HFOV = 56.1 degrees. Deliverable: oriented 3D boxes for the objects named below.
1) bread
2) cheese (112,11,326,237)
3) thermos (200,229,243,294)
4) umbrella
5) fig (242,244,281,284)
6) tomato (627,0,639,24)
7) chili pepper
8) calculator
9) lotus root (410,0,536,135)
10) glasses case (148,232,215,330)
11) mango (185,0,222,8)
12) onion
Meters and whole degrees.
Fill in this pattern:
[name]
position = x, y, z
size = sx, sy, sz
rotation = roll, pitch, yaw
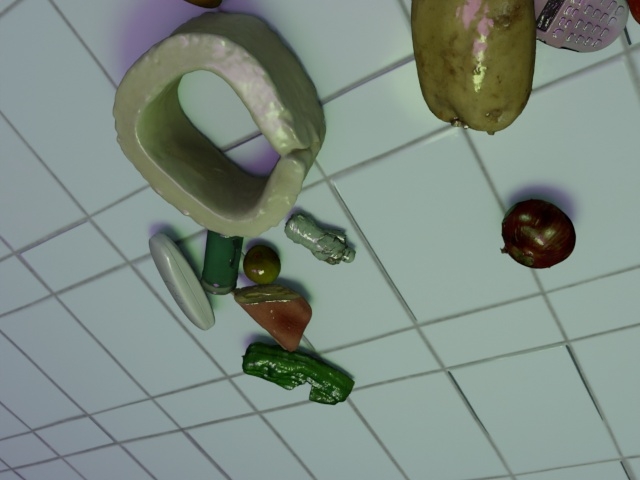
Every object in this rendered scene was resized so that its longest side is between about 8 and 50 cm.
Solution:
[bread]
position = -0.078, 0.143, 1.208
size = 0.119, 0.067, 0.192
rotation = -29, 124, 12
[cheese]
position = -0.145, -0.175, 0.955
size = 0.292, 0.153, 0.332
rotation = -29, 114, 31
[thermos]
position = -0.186, 0.016, 1.149
size = 0.073, 0.083, 0.187
rotation = 10, 127, -5
[umbrella]
position = 0.000, 0.000, 1.107
size = 0.144, 0.062, 0.067
rotation = 28, 97, -5
[fig]
position = -0.111, 0.053, 1.164
size = 0.074, 0.073, 0.088
rotation = -1, 144, 16
[tomato]
position = 0.441, -0.331, 0.691
size = 0.187, 0.151, 0.186
rotation = 11, 127, 14
[chili pepper]
position = -0.050, 0.286, 1.310
size = 0.254, 0.083, 0.099
rotation = 24, 129, -8
[calculator]
position = 0.331, -0.314, 0.810
size = 0.166, 0.024, 0.103
rotation = 22, 128, -4
[lotus root]
position = 0.202, -0.270, 0.795
size = 0.160, 0.146, 0.284
rotation = 8, 128, 25
[glasses case]
position = -0.281, 0.087, 1.222
size = 0.092, 0.059, 0.233
rotation = 27, 143, 50
[mango]
position = -0.198, -0.462, 0.793
size = 0.177, 0.119, 0.316
rotation = 1, 134, 11
[onion]
position = 0.354, -0.007, 0.968
size = 0.119, 0.118, 0.117
rotation = -12, 143, 23
